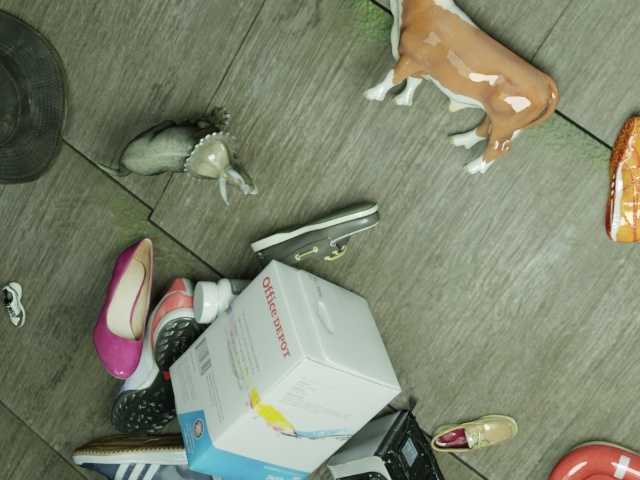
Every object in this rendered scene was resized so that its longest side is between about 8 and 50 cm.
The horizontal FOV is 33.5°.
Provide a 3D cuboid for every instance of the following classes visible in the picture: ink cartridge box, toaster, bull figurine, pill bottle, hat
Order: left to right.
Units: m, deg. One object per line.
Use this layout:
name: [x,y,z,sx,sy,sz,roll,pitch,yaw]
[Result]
hat: [-0.591,-0.239,1.788,0.331,0.134,0.331,5,103,22]
pill bottle: [-0.124,0.098,1.661,0.137,0.078,0.078,4,108,-20]
ink cartridge box: [-0.058,0.207,1.590,0.270,0.197,0.198,-46,41,25]
toaster: [0.109,0.360,1.615,0.110,0.185,0.168,-20,101,28]
bull figurine: [0.177,-0.242,1.484,0.310,0.101,0.188,40,117,12]

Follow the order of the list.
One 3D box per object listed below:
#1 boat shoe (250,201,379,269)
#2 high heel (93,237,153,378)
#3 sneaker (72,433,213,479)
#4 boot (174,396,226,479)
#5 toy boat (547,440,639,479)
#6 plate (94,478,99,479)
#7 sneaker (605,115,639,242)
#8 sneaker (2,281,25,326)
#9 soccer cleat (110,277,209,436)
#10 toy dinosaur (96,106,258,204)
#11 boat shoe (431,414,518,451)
boat shoe: [0.000,0.000,1.626,0.228,0.081,0.069,-18,98,32]
high heel: [-0.302,0.106,1.707,0.082,0.244,0.117,24,122,-20]
sneaker: [-0.295,0.418,1.831,0.282,0.099,0.153,-5,98,21]
boot: [-0.134,0.325,1.719,0.123,0.095,0.258,-3,121,39]
toy boat: [0.427,0.386,1.491,0.231,0.151,0.151,21,109,17]
plate: [-0.320,0.476,1.827,0.188,0.188,0.024,34,68,13]
sneaker: [0.427,-0.083,1.445,0.067,0.064,0.175,2,109,2]
sneaker: [-0.553,0.118,1.905,0.032,0.037,0.083,-2,102,21]
soccer cleat: [-0.268,0.203,1.781,0.108,0.116,0.318,14,128,-21]
toy dinosaur: [-0.227,-0.142,1.641,0.313,0.160,0.121,7,104,20]
boat shoe: [0.231,0.298,1.612,0.135,0.045,0.050,-18,95,25]
